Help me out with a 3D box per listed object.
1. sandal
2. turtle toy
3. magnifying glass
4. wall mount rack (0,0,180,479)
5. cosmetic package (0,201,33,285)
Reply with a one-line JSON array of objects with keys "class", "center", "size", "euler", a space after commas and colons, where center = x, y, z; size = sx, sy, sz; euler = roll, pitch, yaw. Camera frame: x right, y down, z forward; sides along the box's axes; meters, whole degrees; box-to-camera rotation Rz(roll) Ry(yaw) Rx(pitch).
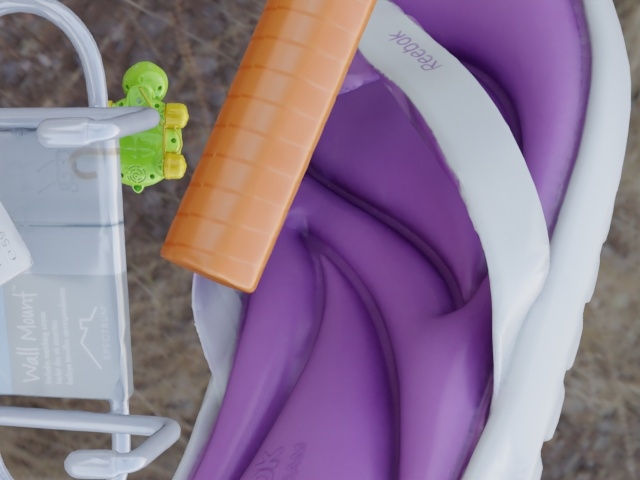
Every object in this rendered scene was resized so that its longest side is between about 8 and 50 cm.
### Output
[{"class": "sandal", "center": [0.013, -0.003, 0.557], "size": [0.102, 0.169, 0.416], "euler": [49, 39, -41]}, {"class": "turtle toy", "center": [-0.173, -0.110, 1.548], "size": [0.095, 0.066, 0.130], "euler": [3, 87, 2]}, {"class": "magnifying glass", "center": [0.014, -0.097, 0.427], "size": [0.092, 0.026, 0.231], "euler": [28, 81, -47]}, {"class": "wall mount rack", "center": [-0.243, 0.025, 0.988], "size": [0.130, 0.304, 0.350], "euler": [-31, 119, -69]}, {"class": "cosmetic package", "center": [-0.278, 0.023, 0.865], "size": [0.117, 0.085, 0.231], "euler": [59, 38, -7]}]
